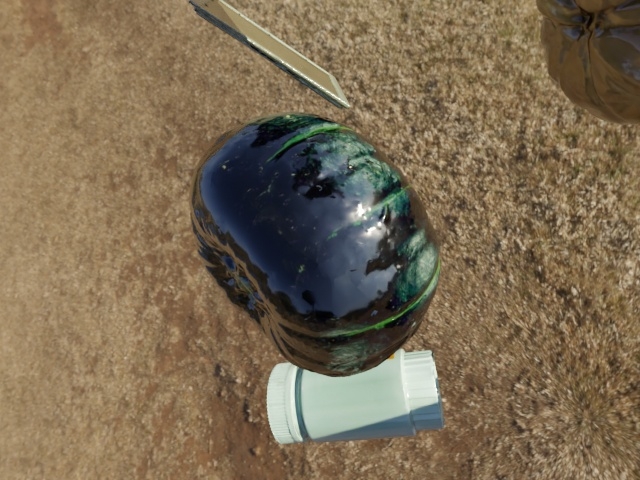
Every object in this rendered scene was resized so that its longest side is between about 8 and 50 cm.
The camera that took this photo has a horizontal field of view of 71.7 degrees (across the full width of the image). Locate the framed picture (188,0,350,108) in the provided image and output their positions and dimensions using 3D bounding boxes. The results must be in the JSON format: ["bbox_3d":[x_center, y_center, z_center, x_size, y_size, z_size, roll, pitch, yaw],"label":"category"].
[{"bbox_3d":[-0.052,-0.214,0.495,0.011,0.183,0.142,-53,23,24],"label":"framed picture"}]

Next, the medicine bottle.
[{"bbox_3d":[0.071,0.300,0.857,0.317,0.158,0.158,-10,65,15],"label":"medicine bottle"}]

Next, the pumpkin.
[{"bbox_3d":[0.000,0.000,0.530,0.238,0.316,0.315,-32,47,-30],"label":"pumpkin"}]

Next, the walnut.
[{"bbox_3d":[0.374,-0.269,0.457,0.284,0.297,0.285,-13,36,10],"label":"walnut"}]
